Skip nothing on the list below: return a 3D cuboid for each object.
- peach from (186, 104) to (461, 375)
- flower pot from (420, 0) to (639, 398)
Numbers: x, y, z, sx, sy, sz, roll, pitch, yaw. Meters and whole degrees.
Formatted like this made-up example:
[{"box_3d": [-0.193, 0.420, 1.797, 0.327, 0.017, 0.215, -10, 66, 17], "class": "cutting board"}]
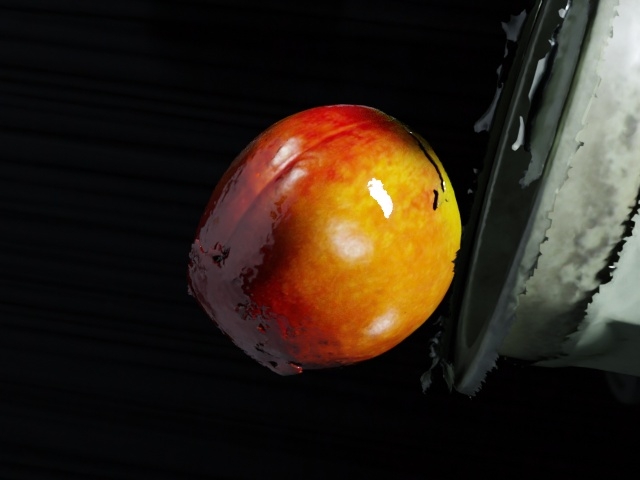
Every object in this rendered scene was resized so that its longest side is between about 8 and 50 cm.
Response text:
[{"box_3d": [0.000, 0.000, 1.316, 0.370, 0.370, 0.370, -171, -90, -90], "class": "peach"}, {"box_3d": [0.208, -0.034, 0.480, 0.290, 0.259, 0.290, 14, 90, -85], "class": "flower pot"}]
